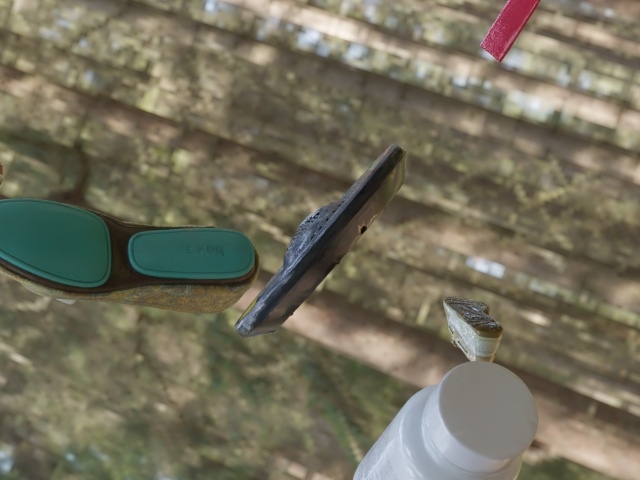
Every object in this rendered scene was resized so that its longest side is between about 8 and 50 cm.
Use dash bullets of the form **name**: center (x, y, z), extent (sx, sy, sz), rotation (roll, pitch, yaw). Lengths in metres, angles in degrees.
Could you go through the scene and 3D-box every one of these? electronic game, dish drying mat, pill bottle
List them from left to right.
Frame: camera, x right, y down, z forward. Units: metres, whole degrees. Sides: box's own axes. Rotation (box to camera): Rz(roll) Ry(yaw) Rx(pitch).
- **electronic game**: center (0.000, 0.000, 1.530), extent (0.229, 0.048, 0.229), rotation (-49, 1, 1)
- **pill bottle**: center (0.124, 0.214, 1.634), extent (0.131, 0.131, 0.229), rotation (-51, -6, -35)
- **dish drying mat**: center (0.202, -0.231, 1.759), extent (0.008, 0.032, 0.083), rotation (-13, -39, -56)

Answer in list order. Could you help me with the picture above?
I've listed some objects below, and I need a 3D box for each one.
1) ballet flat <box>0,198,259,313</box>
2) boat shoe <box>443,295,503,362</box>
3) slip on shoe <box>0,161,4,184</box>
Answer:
- **ballet flat**: center (-0.246, 0.031, 1.940), extent (0.123, 0.348, 0.123), rotation (-174, 90, -71)
- **boat shoe**: center (0.151, 0.091, 1.696), extent (0.135, 0.050, 0.045), rotation (-110, 28, -75)
- **slip on shoe**: center (-0.428, -0.197, 1.751), extent (0.101, 0.331, 0.123), rotation (-33, 4, -2)
